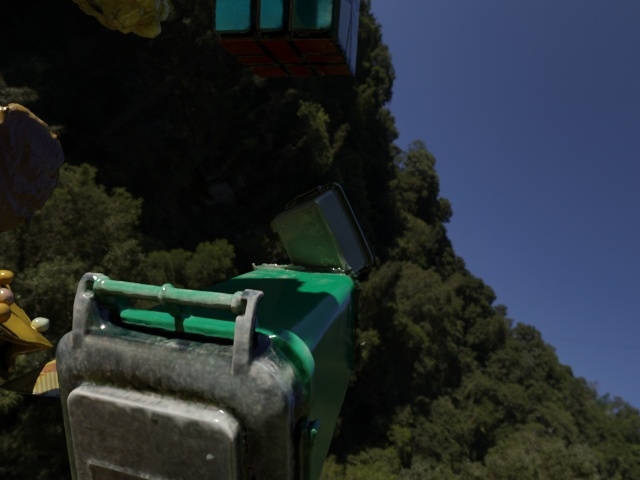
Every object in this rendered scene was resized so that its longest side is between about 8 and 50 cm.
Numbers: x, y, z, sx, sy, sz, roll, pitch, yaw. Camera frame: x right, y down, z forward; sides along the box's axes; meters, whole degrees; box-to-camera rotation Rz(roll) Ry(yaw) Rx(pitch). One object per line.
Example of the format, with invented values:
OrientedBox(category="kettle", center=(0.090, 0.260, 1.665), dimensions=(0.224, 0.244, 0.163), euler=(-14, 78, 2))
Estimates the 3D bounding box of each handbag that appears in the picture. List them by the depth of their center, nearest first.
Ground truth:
OrientedBox(category="handbag", center=(-0.708, 0.073, 0.830), dimensions=(0.401, 0.133, 0.283), euler=(52, -26, 11))

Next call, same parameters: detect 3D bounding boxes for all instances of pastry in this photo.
OrientedBox(category="pastry", center=(-0.524, -0.109, 0.652), dimensions=(0.100, 0.229, 0.218), euler=(18, -4, 12))

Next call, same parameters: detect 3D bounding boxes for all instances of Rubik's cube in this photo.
OrientedBox(category="Rubik's cube", center=(-0.062, -0.557, 0.952), dimensions=(0.282, 0.289, 0.293), euler=(5, 8, 10))

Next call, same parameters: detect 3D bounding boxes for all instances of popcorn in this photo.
OrientedBox(category="popcorn", center=(-0.471, -0.603, 0.936), dimensions=(0.286, 0.215, 0.252), euler=(38, -35, 18))

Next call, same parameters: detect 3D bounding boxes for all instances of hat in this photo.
OrientedBox(category="hat", center=(-0.557, 0.286, 0.880), dimensions=(0.192, 0.082, 0.193), euler=(7, -22, 3))

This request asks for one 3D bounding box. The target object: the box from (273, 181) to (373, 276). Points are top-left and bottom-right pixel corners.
OrientedBox(category="box", center=(0.000, 0.000, 0.703), dimensions=(0.123, 0.092, 0.172), euler=(-22, -84, 29))

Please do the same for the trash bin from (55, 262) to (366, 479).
OrientedBox(category="trash bin", center=(-0.087, 0.150, 0.512), dimensions=(0.258, 0.296, 0.381), euler=(3, 12, 16))
